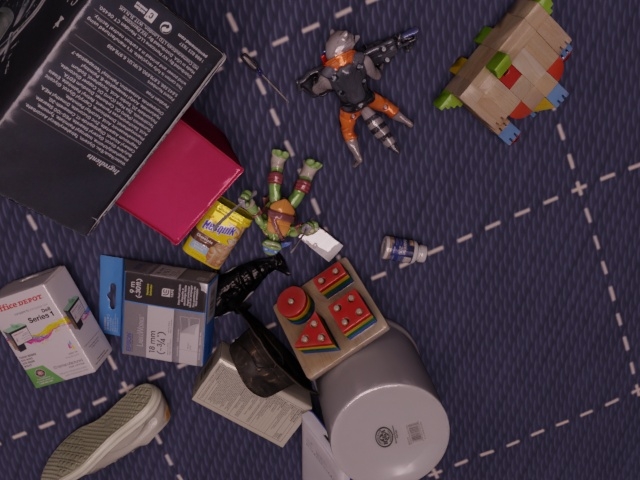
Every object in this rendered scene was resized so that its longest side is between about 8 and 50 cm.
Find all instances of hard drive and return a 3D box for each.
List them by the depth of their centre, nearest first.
[{"bbox_3d":[0.014,0.664,1.971,0.040,0.210,0.319,-22,134,-26],"label":"hard drive"}]

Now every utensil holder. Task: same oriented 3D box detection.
[{"bbox_3d":[0.151,0.429,1.867,0.327,0.385,0.328,-2,108,-5],"label":"utensil holder"}]

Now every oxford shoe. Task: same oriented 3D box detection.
[{"bbox_3d":[-0.609,0.582,1.964,0.449,0.169,0.130,-37,128,5],"label":"oxford shoe"}]

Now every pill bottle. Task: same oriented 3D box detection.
[{"bbox_3d":[0.233,0.028,1.915,0.120,0.067,0.067,10,106,-9],"label":"pill bottle"}]

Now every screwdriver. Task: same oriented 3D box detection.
[{"bbox_3d":[-0.141,-0.416,1.765,0.024,0.025,0.170,-44,115,8],"label":"screwdriver"}]

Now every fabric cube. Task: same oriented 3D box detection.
[{"bbox_3d":[-0.378,-0.195,1.652,0.259,0.258,0.254,-46,122,9],"label":"fabric cube"}]

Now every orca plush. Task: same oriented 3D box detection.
[{"bbox_3d":[-0.217,0.141,1.885,0.287,0.102,0.151,-20,109,0],"label":"orca plush"}]

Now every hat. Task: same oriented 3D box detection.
[{"bbox_3d":[-0.154,0.335,1.839,0.134,0.331,0.331,-42,107,-4],"label":"hat"}]

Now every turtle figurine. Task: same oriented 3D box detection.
[{"bbox_3d":[-0.096,-0.095,1.754,0.198,0.274,0.266,13,84,27],"label":"turtle figurine"}]

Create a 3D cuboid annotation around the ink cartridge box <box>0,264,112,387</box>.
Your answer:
[{"bbox_3d":[-0.721,0.231,1.829,0.201,0.117,0.278,-17,109,17],"label":"ink cartridge box"}]

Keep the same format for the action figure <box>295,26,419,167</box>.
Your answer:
[{"bbox_3d":[0.130,-0.391,1.720,0.341,0.178,0.330,-31,118,6],"label":"action figure"}]

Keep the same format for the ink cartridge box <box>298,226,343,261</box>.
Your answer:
[{"bbox_3d":[0.000,0.000,1.902,0.115,0.029,0.063,39,100,-15],"label":"ink cartridge box"}]

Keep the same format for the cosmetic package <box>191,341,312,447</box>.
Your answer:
[{"bbox_3d":[-0.196,0.444,1.978,0.309,0.113,0.160,33,102,-15],"label":"cosmetic package"}]

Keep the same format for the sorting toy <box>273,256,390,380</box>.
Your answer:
[{"bbox_3d":[0.010,0.195,1.842,0.255,0.257,0.089,-35,143,5],"label":"sorting toy"}]

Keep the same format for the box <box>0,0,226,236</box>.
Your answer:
[{"bbox_3d":[-0.523,-0.350,1.450,0.297,0.480,0.472,32,98,-43],"label":"box"}]

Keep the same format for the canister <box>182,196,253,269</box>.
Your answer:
[{"bbox_3d":[-0.277,-0.021,1.843,0.126,0.073,0.170,31,103,-14],"label":"canister"}]

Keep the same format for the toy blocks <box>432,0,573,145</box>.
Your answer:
[{"bbox_3d":[0.516,-0.417,1.765,0.261,0.191,0.381,34,102,-27],"label":"toy blocks"}]

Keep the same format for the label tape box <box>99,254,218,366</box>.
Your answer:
[{"bbox_3d":[-0.454,0.187,1.834,0.333,0.106,0.241,8,107,5],"label":"label tape box"}]
